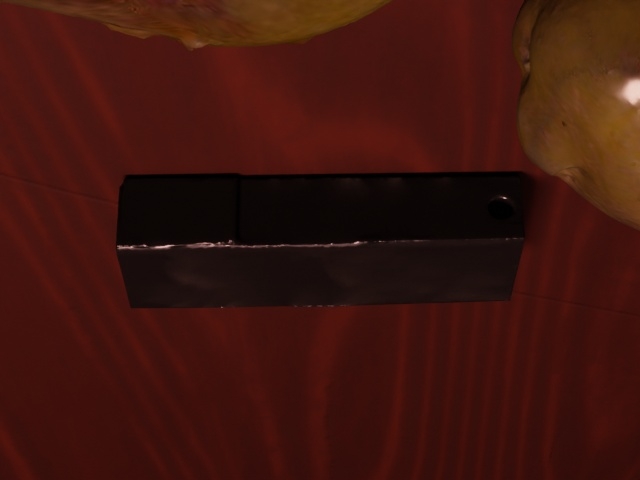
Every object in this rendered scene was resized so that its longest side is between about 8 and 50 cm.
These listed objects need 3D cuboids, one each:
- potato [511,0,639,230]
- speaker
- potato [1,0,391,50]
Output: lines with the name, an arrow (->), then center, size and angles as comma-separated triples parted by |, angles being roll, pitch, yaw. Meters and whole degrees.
potato -> 0.182, -0.068, 0.729 | 0.200, 0.137, 0.155 | 0, 123, -1
speaker -> 0.000, 0.000, 0.951 | 0.218, 0.044, 0.082 | -1, 153, 0
potato -> -0.079, -0.158, 0.496 | 0.307, 0.173, 0.210 | 3, 155, -13
